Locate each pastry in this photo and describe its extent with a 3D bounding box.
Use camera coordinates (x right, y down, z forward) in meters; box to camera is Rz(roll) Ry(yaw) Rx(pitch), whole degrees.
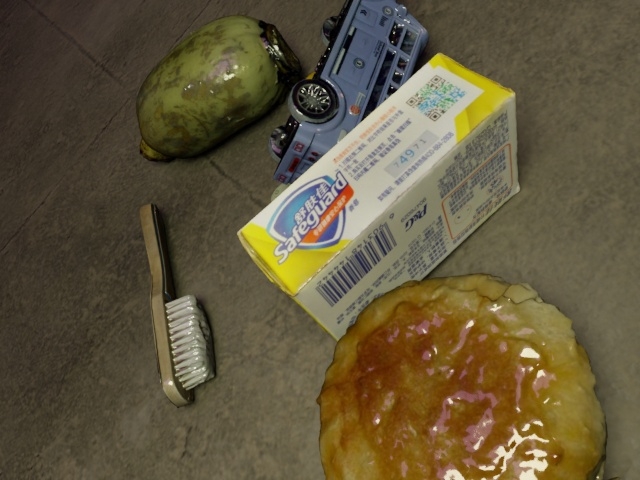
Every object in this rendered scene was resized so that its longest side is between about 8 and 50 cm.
[{"bbox_3d":[0.113,0.152,0.474,0.257,0.121,0.236,-35,49,14],"label":"pastry"}]

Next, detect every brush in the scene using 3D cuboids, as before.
[{"bbox_3d":[-0.200,0.066,0.746,0.065,0.070,0.328,-22,53,-1],"label":"brush"}]

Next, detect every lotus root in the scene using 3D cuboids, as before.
[{"bbox_3d":[-0.178,-0.216,0.820,0.309,0.173,0.173,-28,54,25],"label":"lotus root"}]

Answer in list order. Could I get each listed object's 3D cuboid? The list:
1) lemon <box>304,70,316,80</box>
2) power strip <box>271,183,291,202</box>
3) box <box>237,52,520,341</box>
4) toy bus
[{"bbox_3d":[0.003,-0.200,0.752,0.065,0.065,0.092,-1,64,31],"label":"lemon"},{"bbox_3d":[0.000,0.000,0.673,0.079,0.029,0.227,-30,54,10],"label":"power strip"},{"bbox_3d":[0.069,-0.030,0.541,0.265,0.168,0.097,-43,57,-3],"label":"box"},{"bbox_3d":[0.043,-0.197,0.662,0.125,0.133,0.292,135,158,-65],"label":"toy bus"}]
